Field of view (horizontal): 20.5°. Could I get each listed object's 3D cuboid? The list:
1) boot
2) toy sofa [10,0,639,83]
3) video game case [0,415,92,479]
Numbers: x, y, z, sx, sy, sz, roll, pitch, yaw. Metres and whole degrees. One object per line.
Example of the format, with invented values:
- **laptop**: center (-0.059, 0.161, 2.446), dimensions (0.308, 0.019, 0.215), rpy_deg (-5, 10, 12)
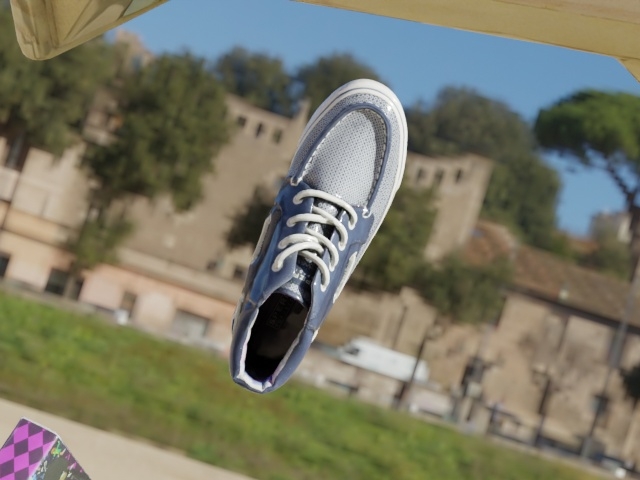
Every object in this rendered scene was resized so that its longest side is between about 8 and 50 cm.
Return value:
- **boot**: center (0.000, 0.000, 1.044), dimensions (0.069, 0.190, 0.086), rpy_deg (21, 15, -4)
- **toy sofa**: center (0.039, -0.146, 0.645), dimensions (0.362, 0.177, 0.150), rpy_deg (15, 35, 38)
- **video game case**: center (-0.247, 0.276, 1.350), dimensions (0.042, 0.232, 0.210), rpy_deg (24, -21, 22)
